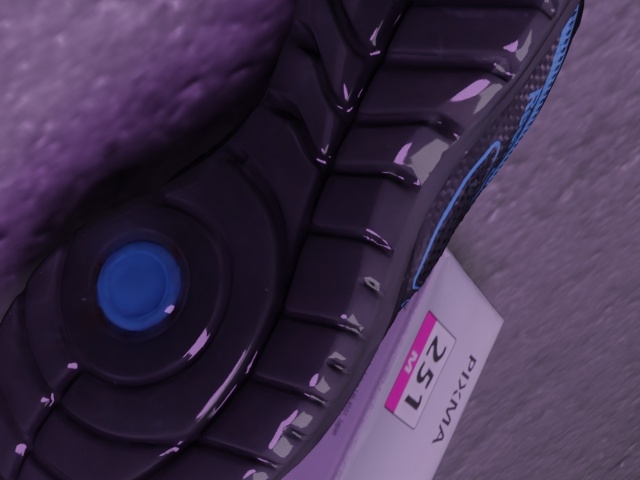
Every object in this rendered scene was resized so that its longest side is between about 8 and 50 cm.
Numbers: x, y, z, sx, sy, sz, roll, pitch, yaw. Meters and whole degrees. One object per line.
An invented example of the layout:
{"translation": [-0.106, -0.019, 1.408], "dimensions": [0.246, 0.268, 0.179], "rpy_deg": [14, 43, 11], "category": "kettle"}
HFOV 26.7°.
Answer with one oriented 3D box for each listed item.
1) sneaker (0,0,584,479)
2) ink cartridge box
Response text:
{"translation": [0.000, 0.000, 0.537], "dimensions": [0.341, 0.125, 0.139], "rpy_deg": [-50, 161, 3], "category": "sneaker"}
{"translation": [0.024, 0.154, 0.756], "dimensions": [0.275, 0.060, 0.239], "rpy_deg": [-64, 151, -10], "category": "ink cartridge box"}
